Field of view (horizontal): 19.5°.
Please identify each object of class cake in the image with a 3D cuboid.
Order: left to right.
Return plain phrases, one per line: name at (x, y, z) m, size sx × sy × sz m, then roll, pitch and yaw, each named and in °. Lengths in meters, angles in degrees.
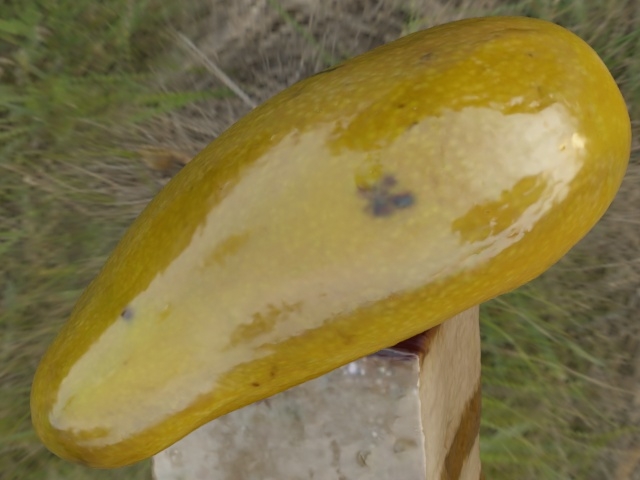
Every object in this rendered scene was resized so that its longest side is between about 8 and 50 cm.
cake at (-0.003, 0.106, 1.166) m, size 0.199 × 0.196 × 0.293 m, roll 3°, pitch 115°, yaw 17°

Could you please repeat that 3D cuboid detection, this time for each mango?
mango at (-0.001, -0.005, 0.728) m, size 0.262 × 0.157 × 0.109 m, roll -27°, pitch 95°, yaw -4°
